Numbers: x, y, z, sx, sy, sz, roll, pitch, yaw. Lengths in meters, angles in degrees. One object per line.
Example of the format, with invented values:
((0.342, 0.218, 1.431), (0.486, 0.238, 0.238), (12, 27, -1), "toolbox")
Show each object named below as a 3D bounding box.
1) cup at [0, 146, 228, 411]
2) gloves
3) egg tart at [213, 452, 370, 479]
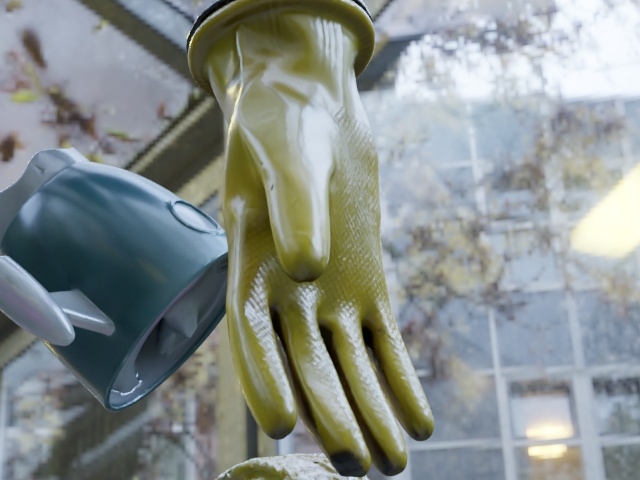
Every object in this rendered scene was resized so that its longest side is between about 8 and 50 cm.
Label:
((-0.172, 0.018, 1.162), (0.167, 0.173, 0.300), (-55, -14, 17), "cup")
((0.001, 0.000, 0.831), (0.133, 0.294, 0.116), (12, -38, -33), "gloves")
((-0.054, 0.276, 1.295), (0.252, 0.232, 0.098), (-30, -45, -1), "egg tart")
